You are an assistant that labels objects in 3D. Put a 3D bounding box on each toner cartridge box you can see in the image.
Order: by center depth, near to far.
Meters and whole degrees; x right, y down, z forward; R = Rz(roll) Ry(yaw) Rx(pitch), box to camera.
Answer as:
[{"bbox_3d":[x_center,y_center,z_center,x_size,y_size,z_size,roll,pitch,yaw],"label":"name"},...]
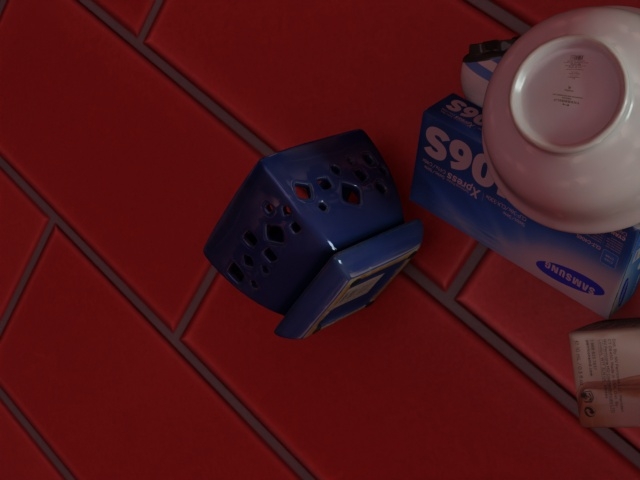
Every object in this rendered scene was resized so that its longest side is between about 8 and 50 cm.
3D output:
[{"bbox_3d":[0.286,-0.053,1.351,0.348,0.075,0.165,33,140,29],"label":"toner cartridge box"}]

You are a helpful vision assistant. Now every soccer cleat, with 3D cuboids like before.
[{"bbox_3d":[0.352,-0.218,1.343,0.331,0.116,0.143,0,106,36],"label":"soccer cleat"}]

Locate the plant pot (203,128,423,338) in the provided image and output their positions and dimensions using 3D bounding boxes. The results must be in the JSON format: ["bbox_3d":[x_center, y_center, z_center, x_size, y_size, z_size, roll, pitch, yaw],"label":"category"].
[{"bbox_3d":[0.000,0.000,1.468,0.212,0.236,0.236,53,134,15],"label":"plant pot"}]

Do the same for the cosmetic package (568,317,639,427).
[{"bbox_3d":[0.481,0.158,1.219,0.296,0.153,0.129,-9,87,35],"label":"cosmetic package"}]

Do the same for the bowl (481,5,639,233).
[{"bbox_3d":[0.317,-0.161,1.184,0.297,0.134,0.298,-4,81,29],"label":"bowl"}]
